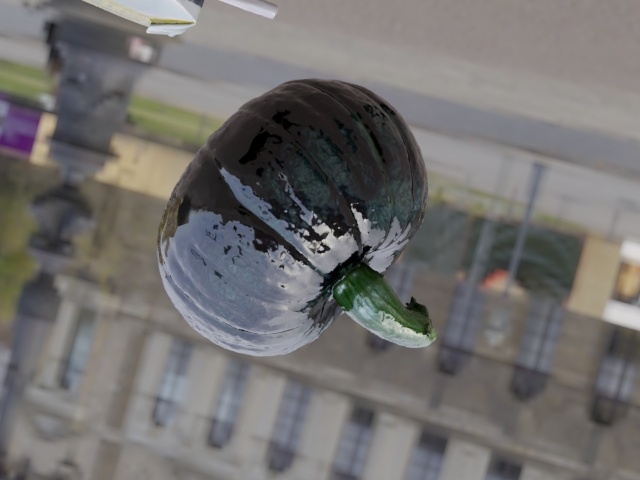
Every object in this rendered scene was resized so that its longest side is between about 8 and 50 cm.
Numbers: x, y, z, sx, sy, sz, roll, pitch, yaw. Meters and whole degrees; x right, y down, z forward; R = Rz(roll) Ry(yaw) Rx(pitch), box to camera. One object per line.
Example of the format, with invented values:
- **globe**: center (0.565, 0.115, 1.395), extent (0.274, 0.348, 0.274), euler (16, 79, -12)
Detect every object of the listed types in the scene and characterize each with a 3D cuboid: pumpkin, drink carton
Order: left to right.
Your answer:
- **drink carton**: center (-0.132, -0.204, 1.473), extent (0.200, 0.084, 0.074), euler (22, 166, -20)
- **pumpkin**: center (0.000, 0.000, 1.608), extent (0.248, 0.248, 0.248), euler (15, -179, 0)
